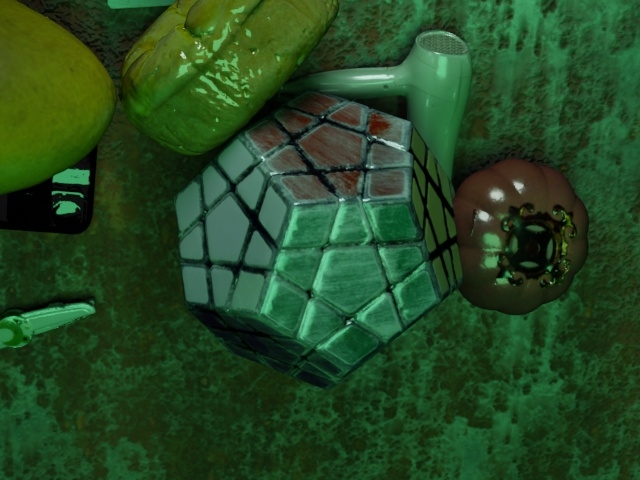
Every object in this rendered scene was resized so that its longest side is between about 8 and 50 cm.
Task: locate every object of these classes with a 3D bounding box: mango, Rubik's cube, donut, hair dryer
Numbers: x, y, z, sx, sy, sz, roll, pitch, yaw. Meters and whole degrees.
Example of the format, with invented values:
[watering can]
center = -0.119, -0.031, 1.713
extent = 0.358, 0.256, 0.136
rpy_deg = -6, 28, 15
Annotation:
[mango]
center = -0.428, -0.173, 1.623
extent = 0.445, 0.301, 0.220
rpy_deg = 11, 142, -18
[Rubik's cube]
center = 0.000, 0.000, 1.704
extent = 0.319, 0.319, 0.264
rpy_deg = -40, 85, 14
[donut]
center = -0.096, -0.205, 1.659
extent = 0.128, 0.208, 0.261
rpy_deg = 42, 96, -16
[hair dryer]
center = 0.046, -0.139, 1.806
extent = 0.237, 0.075, 0.206
rpy_deg = 6, 122, 1

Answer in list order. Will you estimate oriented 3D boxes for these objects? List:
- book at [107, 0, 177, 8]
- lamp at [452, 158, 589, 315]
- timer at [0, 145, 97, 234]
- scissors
[book]
center = -0.187, -0.316, 1.715
extent = 0.103, 0.017, 0.135
rpy_deg = -5, 117, -5
[lamp]
center = 0.219, -0.005, 1.839
extent = 0.182, 0.140, 0.182
rpy_deg = -5, 104, -19
[timer]
center = -0.322, -0.097, 1.788
extent = 0.144, 0.055, 0.187
rpy_deg = 5, 115, -6
[scissors]
center = -0.364, 0.105, 1.898
extent = 0.204, 0.027, 0.101
rpy_deg = -14, 117, 4
